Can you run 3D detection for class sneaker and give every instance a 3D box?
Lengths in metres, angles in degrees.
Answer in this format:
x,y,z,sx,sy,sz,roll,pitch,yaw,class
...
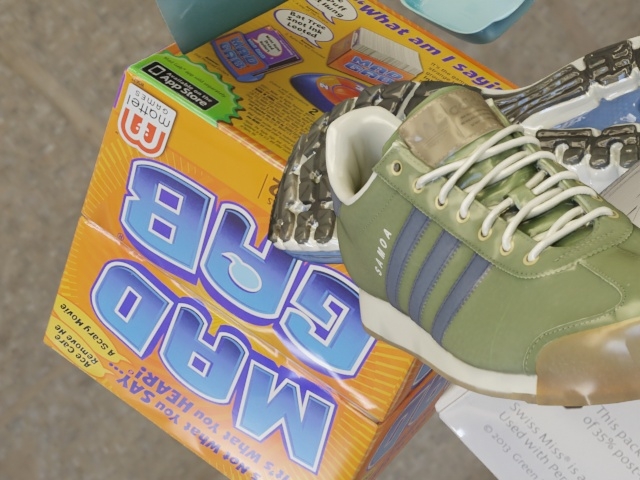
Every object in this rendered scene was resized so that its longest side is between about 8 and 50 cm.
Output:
x,y,z,sx,sy,sz,roll,pitch,yaw,class
0.119,-0.022,0.922,0.330,0.129,0.147,-7,141,27,sneaker
0.050,-0.006,0.471,0.064,0.192,0.086,-22,103,-19,sneaker

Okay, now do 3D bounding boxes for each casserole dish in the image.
x,y,z,sx,sy,sz,roll,pitch,yaw,class
0.168,-0.273,1.635,0.114,0.188,0.037,-43,130,-7,casserole dish

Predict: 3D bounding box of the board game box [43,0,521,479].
x,y,z,sx,sy,sz,roll,pitch,yaw,class
0.000,0.000,1.490,0.356,0.356,0.356,-39,158,-50,board game box

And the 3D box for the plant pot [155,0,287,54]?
x,y,z,sx,sy,sz,roll,pitch,yaw,class
-0.061,-0.334,1.229,0.235,0.293,0.293,-21,144,-1,plant pot

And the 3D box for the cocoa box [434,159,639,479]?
x,y,z,sx,sy,sz,roll,pitch,yaw,class
0.270,0.090,0.642,0.231,0.347,0.228,-43,180,32,cocoa box
